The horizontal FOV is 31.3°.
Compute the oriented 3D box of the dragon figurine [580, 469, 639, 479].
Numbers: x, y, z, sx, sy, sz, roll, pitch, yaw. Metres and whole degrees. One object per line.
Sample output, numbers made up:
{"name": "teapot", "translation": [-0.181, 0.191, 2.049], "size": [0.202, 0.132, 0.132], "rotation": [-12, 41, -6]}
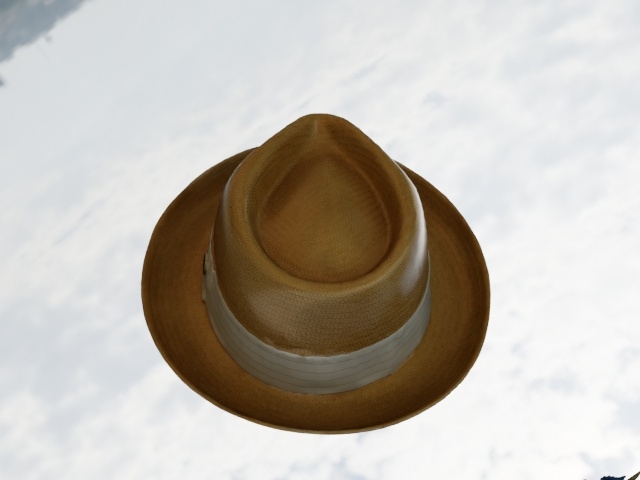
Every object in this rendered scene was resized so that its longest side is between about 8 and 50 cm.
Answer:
{"name": "dragon figurine", "translation": [0.330, 0.274, 0.921], "size": [0.289, 0.085, 0.144], "rotation": [7, -110, 22]}

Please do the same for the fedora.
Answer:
{"name": "fedora", "translation": [0.000, 0.000, 0.566], "size": [0.194, 0.194, 0.079], "rotation": [-50, 158, -36]}
